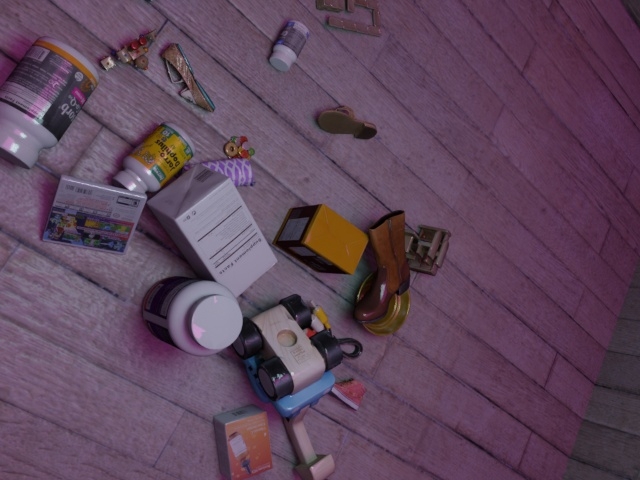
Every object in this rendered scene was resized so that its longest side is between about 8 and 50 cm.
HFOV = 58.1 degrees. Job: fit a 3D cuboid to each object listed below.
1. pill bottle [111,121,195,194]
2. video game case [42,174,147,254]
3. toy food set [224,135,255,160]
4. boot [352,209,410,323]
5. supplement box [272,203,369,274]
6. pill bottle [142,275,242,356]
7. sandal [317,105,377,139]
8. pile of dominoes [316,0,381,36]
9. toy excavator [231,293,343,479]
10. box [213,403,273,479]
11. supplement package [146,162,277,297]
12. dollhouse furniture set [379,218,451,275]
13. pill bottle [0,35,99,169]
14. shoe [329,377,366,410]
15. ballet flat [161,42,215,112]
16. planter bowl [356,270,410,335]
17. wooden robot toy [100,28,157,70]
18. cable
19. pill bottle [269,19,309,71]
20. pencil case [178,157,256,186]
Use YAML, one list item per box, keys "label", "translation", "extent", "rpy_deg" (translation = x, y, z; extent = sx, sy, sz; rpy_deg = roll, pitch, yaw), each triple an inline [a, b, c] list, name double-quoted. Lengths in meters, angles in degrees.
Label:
- label: "pill bottle"
  translation: [-0.432, -0.199, 1.485]
  extent: [0.117, 0.117, 0.208]
  rpy_deg: [50, 66, -22]
- label: "video game case"
  translation: [-0.551, -0.058, 1.408]
  extent: [0.201, 0.023, 0.183]
  rpy_deg: [13, 119, -32]
- label: "toy food set"
  translation: [-0.233, -0.262, 1.667]
  extent: [0.083, 0.020, 0.082]
  rpy_deg: [50, 66, -22]
- label: "boot"
  translation: [0.179, 0.081, 1.713]
  extent: [0.264, 0.096, 0.280]
  rpy_deg: [-32, 130, -29]
- label: "supplement box"
  translation: [0.000, 0.000, 1.710]
  extent: [0.191, 0.194, 0.129]
  rpy_deg: [34, 72, -28]
- label: "pill bottle"
  translation: [-0.316, 0.186, 1.436]
  extent: [0.181, 0.323, 0.181]
  rpy_deg: [0, 90, -32]
- label: "sandal"
  translation: [0.077, -0.391, 1.846]
  extent: [0.240, 0.088, 0.079]
  rpy_deg: [9, 53, -39]
- label: "pile of dominoes"
  translation: [0.093, -0.776, 1.877]
  extent: [0.251, 0.040, 0.196]
  rpy_deg: [-5, 92, -40]
- label: "toy excavator"
  translation: [-0.079, 0.443, 1.660]
  extent: [0.222, 0.445, 0.433]
  rpy_deg: [-25, 59, -29]
- label: "box"
  translation: [-0.219, 0.572, 1.634]
  extent: [0.130, 0.091, 0.170]
  rpy_deg: [-9, 95, -32]
- label: "supplement package"
  translation: [-0.276, -0.021, 1.496]
  extent: [0.175, 0.177, 0.293]
  rpy_deg: [-42, 130, -20]
- label: "dollhouse furniture set"
  translation: [0.327, -0.005, 1.915]
  extent: [0.242, 0.212, 0.161]
  rpy_deg: [40, 69, -53]
- label: "pill bottle"
  translation: [-0.649, -0.313, 1.324]
  extent: [0.162, 0.162, 0.278]
  rpy_deg: [35, 73, -27]
- label: "shoe"
  translation: [0.075, 0.469, 1.838]
  extent: [0.178, 0.063, 0.081]
  rpy_deg: [42, 67, -31]
- label: "ballet flat"
  translation: [-0.364, -0.432, 1.569]
  extent: [0.067, 0.073, 0.206]
  rpy_deg: [-30, 104, 0]
- label: "planter bowl"
  translation: [0.184, 0.198, 1.887]
  extent: [0.217, 0.090, 0.217]
  rpy_deg: [-1, 91, -32]
- label: "wooden robot toy"
  translation: [-0.475, -0.474, 1.490]
  extent: [0.173, 0.076, 0.079]
  rpy_deg: [-43, 122, -24]
- label: "cable"
  translation: [0.027, 0.315, 1.798]
  extent: [0.287, 0.072, 0.139]
  rpy_deg: [40, 68, -26]
- label: "pill bottle"
  translation: [-0.095, -0.580, 1.720]
  extent: [0.078, 0.078, 0.137]
  rpy_deg: [33, 73, -28]
- label: "pencil case"
  translation: [-0.287, -0.177, 1.596]
  extent: [0.206, 0.088, 0.086]
  rpy_deg: [-11, 74, -32]
